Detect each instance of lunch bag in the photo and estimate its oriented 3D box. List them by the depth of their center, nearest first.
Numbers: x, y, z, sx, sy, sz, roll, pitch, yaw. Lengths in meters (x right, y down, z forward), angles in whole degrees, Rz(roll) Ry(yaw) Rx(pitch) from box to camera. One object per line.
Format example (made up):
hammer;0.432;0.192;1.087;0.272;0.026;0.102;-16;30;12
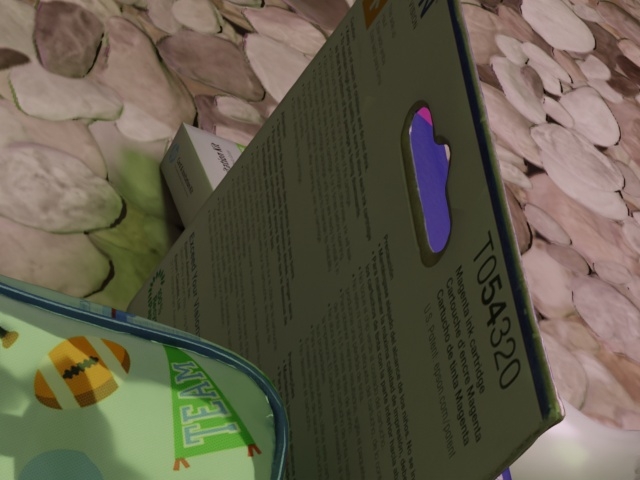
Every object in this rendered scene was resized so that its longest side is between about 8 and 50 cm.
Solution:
lunch bag;-0.149;0.151;0.648;0.243;0.115;0.303;17;61;-8

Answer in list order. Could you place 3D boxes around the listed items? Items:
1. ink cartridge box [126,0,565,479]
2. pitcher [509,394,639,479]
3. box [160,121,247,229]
ink cartridge box;0.009;0.060;0.788;0.071;0.330;0.324;21;40;-25
pitcher;0.076;0.113;0.984;0.207;0.178;0.125;26;74;3
box;0.000;0.000;1.066;0.186;0.038;0.145;19;22;-25
